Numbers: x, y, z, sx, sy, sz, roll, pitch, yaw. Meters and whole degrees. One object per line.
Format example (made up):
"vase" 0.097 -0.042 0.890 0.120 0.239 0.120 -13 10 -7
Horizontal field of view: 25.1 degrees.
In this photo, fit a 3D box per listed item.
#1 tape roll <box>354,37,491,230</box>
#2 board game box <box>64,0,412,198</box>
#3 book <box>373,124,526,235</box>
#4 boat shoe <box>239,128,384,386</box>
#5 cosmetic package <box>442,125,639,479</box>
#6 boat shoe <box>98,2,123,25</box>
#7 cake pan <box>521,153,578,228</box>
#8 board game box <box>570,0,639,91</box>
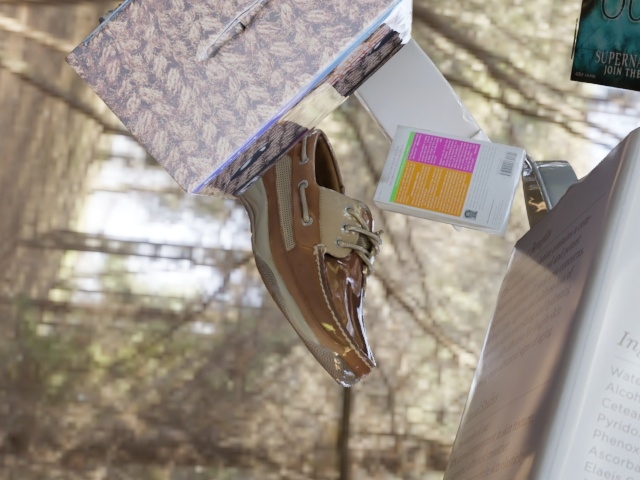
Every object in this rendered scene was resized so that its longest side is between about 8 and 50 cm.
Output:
"tape roll" 0.136 -0.151 1.883 0.286 0.100 0.286 54 3 -4
"board game box" -0.052 -0.163 1.197 0.232 0.141 0.291 -42 178 4
"book" 0.141 -0.068 1.561 0.035 0.144 0.096 47 59 -68
"boat shoe" 0.000 0.000 1.437 0.123 0.116 0.324 52 13 -49
"cosmetic package" 0.304 0.179 1.205 0.329 0.327 0.394 120 -10 -71
"boat shoe" -0.199 -0.215 1.744 0.066 0.066 0.183 42 -15 42
"cake pan" 0.324 0.023 1.875 0.293 0.054 0.293 -14 90 -88
"board game box" 0.263 -0.178 1.125 0.186 0.026 0.126 -155 -110 -64
